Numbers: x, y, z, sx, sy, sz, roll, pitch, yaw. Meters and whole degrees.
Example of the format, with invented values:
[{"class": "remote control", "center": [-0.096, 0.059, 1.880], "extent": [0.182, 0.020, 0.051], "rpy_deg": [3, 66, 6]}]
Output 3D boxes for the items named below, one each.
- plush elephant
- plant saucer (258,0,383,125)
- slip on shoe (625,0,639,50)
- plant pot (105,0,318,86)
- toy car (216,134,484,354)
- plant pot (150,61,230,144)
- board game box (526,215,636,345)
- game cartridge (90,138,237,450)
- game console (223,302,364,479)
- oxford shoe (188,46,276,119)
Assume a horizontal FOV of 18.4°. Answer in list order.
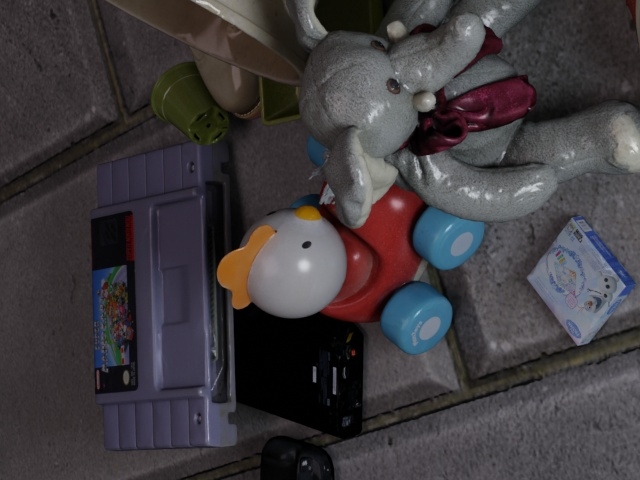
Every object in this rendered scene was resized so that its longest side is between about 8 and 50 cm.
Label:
[{"class": "plush elephant", "center": [0.090, -0.139, 1.812], "extent": [0.330, 0.255, 0.272], "rpy_deg": [-27, 73, 18]}, {"class": "plant saucer", "center": [0.007, -0.226, 2.108], "extent": [0.188, 0.045, 0.188], "rpy_deg": [-8, 84, 49]}, {"class": "slip on shoe", "center": [0.312, -0.242, 1.743], "extent": [0.101, 0.123, 0.331], "rpy_deg": [167, 87, -81]}, {"class": "plant pot", "center": [-0.093, -0.366, 1.988], "extent": [0.334, 0.334, 0.305], "rpy_deg": [24, 86, 44]}, {"class": "toy car", "center": [0.000, 0.000, 2.024], "extent": [0.219, 0.238, 0.210], "rpy_deg": [41, 126, 35]}, {"class": "plant pot", "center": [-0.141, -0.149, 2.259], "extent": [0.079, 0.083, 0.083], "rpy_deg": [52, 133, 45]}, {"class": "board game box", "center": [0.251, 0.039, 1.914], "extent": [0.090, 0.020, 0.090], "rpy_deg": [55, 132, 26]}, {"class": "game cartridge", "center": [-0.190, 0.070, 2.344], "extent": [0.230, 0.068, 0.355], "rpy_deg": [-9, 81, 46]}, {"class": "game console", "center": [-0.037, 0.244, 2.261], "extent": [0.213, 0.044, 0.361], "rpy_deg": [15, 107, 48]}, {"class": "oxford shoe", "center": [-0.166, -0.312, 2.220], "extent": [0.140, 0.146, 0.397], "rpy_deg": [-36, 71, 45]}]
